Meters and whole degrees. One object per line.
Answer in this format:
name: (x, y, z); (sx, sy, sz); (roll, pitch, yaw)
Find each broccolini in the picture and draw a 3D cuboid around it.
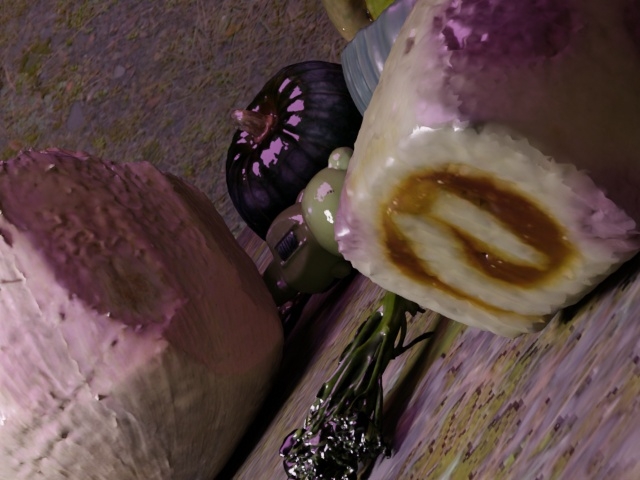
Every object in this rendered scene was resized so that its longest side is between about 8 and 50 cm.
broccolini: (0.028, 0.075, 1.010); (0.123, 0.062, 0.271); (-33, 25, 35)

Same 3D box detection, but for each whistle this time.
whistle: (0.000, 0.000, 1.443); (0.085, 0.105, 0.227); (-10, -27, -38)

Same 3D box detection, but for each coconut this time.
coconut: (-0.227, 0.132, 1.415); (0.404, 0.404, 0.404); (-56, 7, 10)

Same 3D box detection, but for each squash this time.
squash: (-0.012, -0.093, 1.579); (0.218, 0.172, 0.218); (-18, 53, 26)

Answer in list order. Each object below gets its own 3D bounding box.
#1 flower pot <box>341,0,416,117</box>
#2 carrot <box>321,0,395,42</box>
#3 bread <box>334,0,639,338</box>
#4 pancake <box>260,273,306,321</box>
flower pot: (0.112, -0.142, 1.017); (0.189, 0.157, 0.243); (-59, 8, -5)
carrot: (0.140, -0.307, 1.318); (0.341, 0.224, 0.224); (-57, 5, -37)
bread: (0.137, -0.125, 0.752); (0.338, 0.155, 0.187); (-61, 3, -27)
pancake: (-0.036, 0.029, 1.704); (0.244, 0.057, 0.266); (-54, 6, 15)
